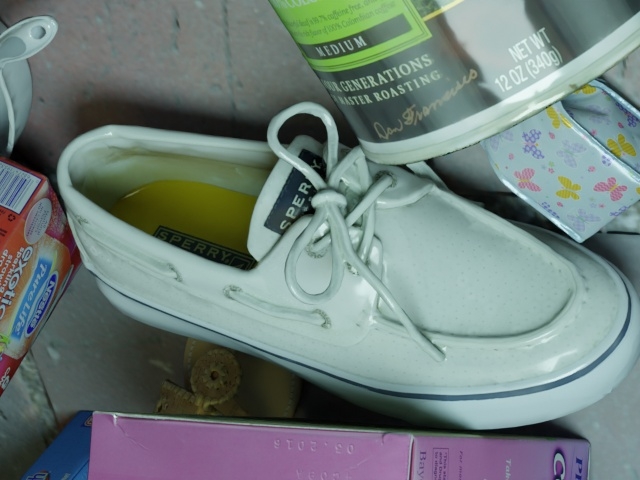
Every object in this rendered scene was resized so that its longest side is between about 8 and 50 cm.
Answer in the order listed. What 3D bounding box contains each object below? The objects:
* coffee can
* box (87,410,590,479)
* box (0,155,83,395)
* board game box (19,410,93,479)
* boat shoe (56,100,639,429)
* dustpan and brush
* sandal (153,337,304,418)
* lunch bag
[{"bbox_3d":[0.033,-0.203,0.928,0.201,0.201,0.275,-20,112,40],"label":"coffee can"},{"bbox_3d":[0.015,0.168,1.187,0.214,0.243,0.117,1,85,30],"label":"box"},{"bbox_3d":[-0.302,-0.009,1.307,0.257,0.128,0.122,22,157,17],"label":"box"},{"bbox_3d":[-0.181,0.247,1.400,0.047,0.210,0.160,-1,122,32],"label":"board game box"},{"bbox_3d":[0.003,-0.007,1.134,0.367,0.136,0.156,16,152,29],"label":"boat shoe"},{"bbox_3d":[-0.219,-0.112,1.250,0.211,0.060,0.147,-23,110,41],"label":"dustpan and brush"},{"bbox_3d":[-0.080,0.139,1.346,0.088,0.079,0.240,31,134,7],"label":"sandal"},{"bbox_3d":[0.138,-0.052,1.086,0.083,0.053,0.071,35,137,-11],"label":"lunch bag"}]
